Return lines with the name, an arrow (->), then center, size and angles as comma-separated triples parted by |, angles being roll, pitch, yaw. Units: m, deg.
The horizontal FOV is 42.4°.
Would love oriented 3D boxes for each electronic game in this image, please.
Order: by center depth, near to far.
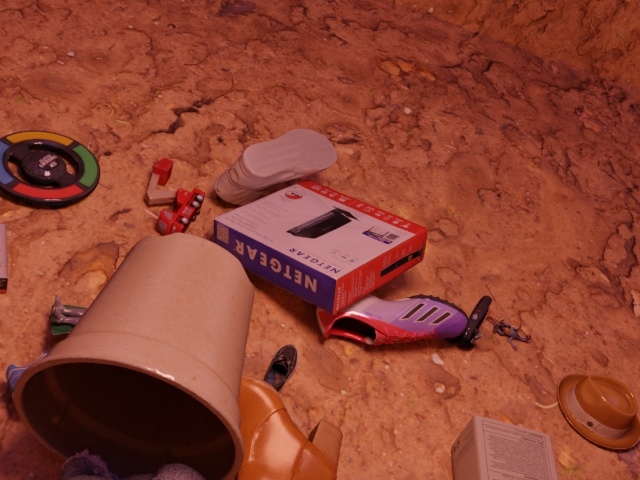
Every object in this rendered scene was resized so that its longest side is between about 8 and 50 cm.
electronic game -> -0.573, -0.153, 1.710 | 0.229, 0.048, 0.229 | 14, 40, -12

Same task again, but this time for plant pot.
plant pot -> -0.242, 0.165, 1.262 | 0.333, 0.334, 0.305 | 20, 46, -5

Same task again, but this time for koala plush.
koala plush -> -0.284, 0.386, 1.150 | 0.221, 0.203, 0.196 | 13, 38, 6

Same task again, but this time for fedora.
fedora -> 0.589, 0.336, 1.710 | 0.194, 0.079, 0.194 | 14, 39, -12

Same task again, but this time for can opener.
can opener -> 0.332, 0.170, 1.786 | 0.073, 0.059, 0.186 | 35, 41, 14

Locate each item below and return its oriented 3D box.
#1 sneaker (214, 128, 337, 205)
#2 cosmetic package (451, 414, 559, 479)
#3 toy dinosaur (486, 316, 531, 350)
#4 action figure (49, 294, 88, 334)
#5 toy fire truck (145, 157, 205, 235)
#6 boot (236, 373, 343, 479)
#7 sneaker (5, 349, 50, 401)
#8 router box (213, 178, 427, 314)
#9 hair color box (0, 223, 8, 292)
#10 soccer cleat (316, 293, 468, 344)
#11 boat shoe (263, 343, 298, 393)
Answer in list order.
sneaker -> -0.108, -0.162, 1.861 | 0.292, 0.169, 0.108 | -15, 76, -45
cosmetic package -> 0.321, 0.466, 1.403 | 0.160, 0.113, 0.309 | 17, 40, -8
toy dinosaur -> 0.422, 0.197, 1.818 | 0.082, 0.047, 0.090 | 24, 24, -30
action figure -> -0.354, 0.147, 1.461 | 0.232, 0.063, 0.137 | 13, 16, -21
toy fire truck -> -0.321, -0.089, 1.763 | 0.135, 0.047, 0.192 | 23, 40, 0
boot -> -0.110, 0.344, 1.335 | 0.295, 0.104, 0.211 | 25, 41, 1
sneaker -> -0.412, 0.206, 1.357 | 0.211, 0.080, 0.081 | -17, 52, -44
router box -> 0.000, 0.000, 1.714 | 0.335, 0.082, 0.301 | 25, 34, 33
hair color box -> -0.603, 0.030, 1.491 | 0.072, 0.043, 0.141 | 3, 42, -24
soccer cleat -> 0.146, 0.169, 1.659 | 0.318, 0.109, 0.116 | 11, 41, -9
boat shoe -> -0.072, 0.237, 1.523 | 0.049, 0.040, 0.142 | 26, 39, 3
